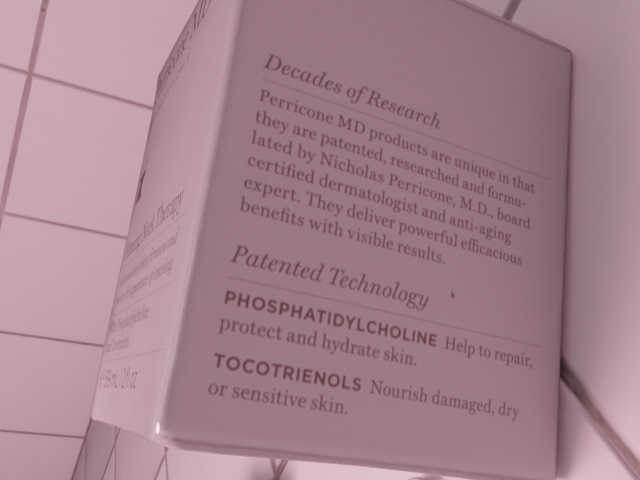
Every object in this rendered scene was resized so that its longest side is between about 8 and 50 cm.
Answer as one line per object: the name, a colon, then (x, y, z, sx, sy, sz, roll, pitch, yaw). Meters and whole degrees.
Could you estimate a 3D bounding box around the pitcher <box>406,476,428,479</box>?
pitcher: (0.067, 0.331, 0.608, 0.177, 0.125, 0.207, -55, 17, 11)

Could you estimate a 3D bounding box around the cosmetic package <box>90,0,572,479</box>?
cosmetic package: (0.000, 0.000, 0.649, 0.329, 0.328, 0.393, -24, 56, 62)
